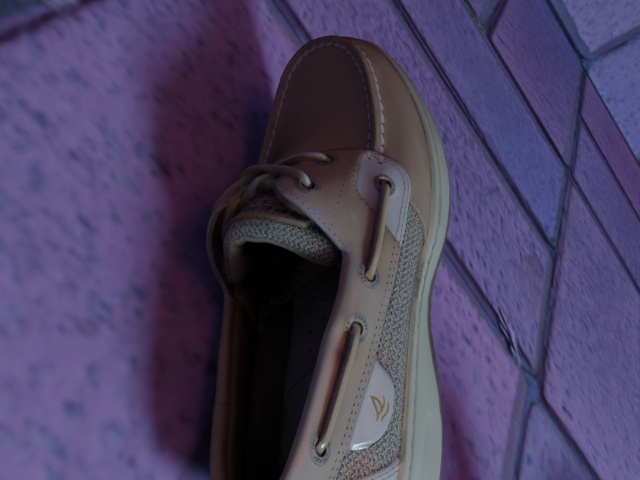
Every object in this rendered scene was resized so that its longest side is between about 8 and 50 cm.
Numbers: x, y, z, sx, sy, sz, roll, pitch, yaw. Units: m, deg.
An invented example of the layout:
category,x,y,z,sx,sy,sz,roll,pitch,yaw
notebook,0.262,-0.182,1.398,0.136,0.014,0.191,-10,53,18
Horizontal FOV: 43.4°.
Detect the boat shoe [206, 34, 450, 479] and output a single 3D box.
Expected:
category,x,y,z,sx,sy,sz,roll,pitch,yaw
boat shoe,0.000,0.000,0.459,0.110,0.121,0.341,32,45,-42
